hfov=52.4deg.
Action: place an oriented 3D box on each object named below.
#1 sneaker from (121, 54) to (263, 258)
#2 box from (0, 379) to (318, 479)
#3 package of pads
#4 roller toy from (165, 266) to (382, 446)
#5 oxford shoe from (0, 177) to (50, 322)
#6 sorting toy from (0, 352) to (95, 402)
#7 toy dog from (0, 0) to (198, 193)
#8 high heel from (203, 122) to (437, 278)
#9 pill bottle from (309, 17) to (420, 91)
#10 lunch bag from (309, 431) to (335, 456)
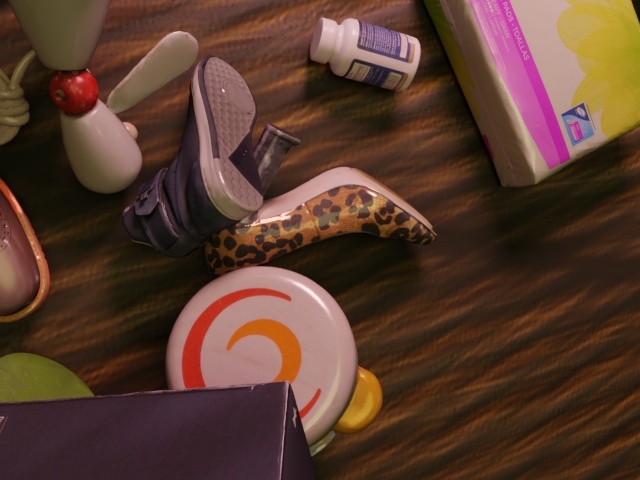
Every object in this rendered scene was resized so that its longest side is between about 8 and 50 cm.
[{"bbox_3d":[-0.145,-0.086,0.710,0.086,0.163,0.226,28,42,-38],"label":"sneaker"},{"bbox_3d":[-0.147,0.287,0.566,0.293,0.183,0.296,-7,130,6],"label":"box"},{"bbox_3d":[0.285,-0.248,0.818,0.229,0.101,0.297,-28,100,-13],"label":"package of pads"},{"bbox_3d":[-0.053,0.131,0.695,0.209,0.146,0.191,-18,74,0],"label":"roller toy"},{"bbox_3d":[-0.404,-0.061,0.610,0.130,0.132,0.364,-41,102,-8],"label":"oxford shoe"},{"bbox_3d":[-0.331,0.188,0.661,0.365,0.127,0.126,38,100,-23],"label":"sorting toy"},{"bbox_3d":[-0.230,-0.227,0.633,0.220,0.334,0.161,24,42,0],"label":"toy dog"},{"bbox_3d":[0.000,0.000,0.770,0.261,0.093,0.186,26,102,-23],"label":"high heel"},{"bbox_3d":[0.051,-0.222,0.770,0.120,0.067,0.067,11,89,-16],"label":"pill bottle"},{"bbox_3d":[-0.032,0.224,0.772,0.083,0.053,0.071,-35,99,-2],"label":"lunch bag"}]
